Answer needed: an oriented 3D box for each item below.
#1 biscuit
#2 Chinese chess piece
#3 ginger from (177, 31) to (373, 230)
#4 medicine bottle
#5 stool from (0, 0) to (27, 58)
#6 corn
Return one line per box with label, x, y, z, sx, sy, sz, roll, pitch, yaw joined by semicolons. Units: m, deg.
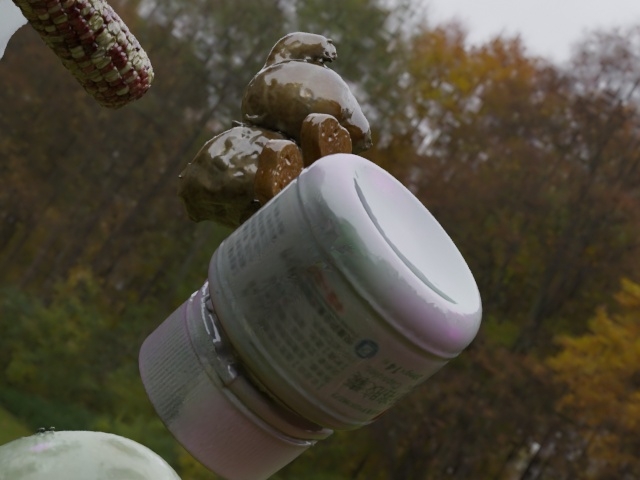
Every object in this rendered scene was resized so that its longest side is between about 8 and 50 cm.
biscuit;-0.003;0.000;1.671;0.044;0.186;0.295;6;-64;37
Chinese chess piece;-0.313;0.387;1.667;0.349;0.349;0.146;43;15;-42
ginger;-0.054;-0.129;2.029;0.256;0.375;0.176;17;-15;13
medicine bottle;-0.015;0.086;1.422;0.241;0.302;0.241;42;21;-20
stool;-0.409;-0.419;1.863;0.243;0.170;0.270;-22;-63;24
corn;-0.312;-0.278;1.748;0.098;0.098;0.290;23;-21;43
